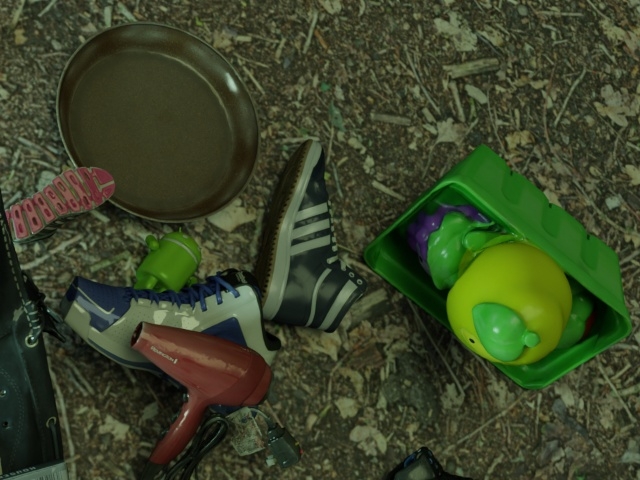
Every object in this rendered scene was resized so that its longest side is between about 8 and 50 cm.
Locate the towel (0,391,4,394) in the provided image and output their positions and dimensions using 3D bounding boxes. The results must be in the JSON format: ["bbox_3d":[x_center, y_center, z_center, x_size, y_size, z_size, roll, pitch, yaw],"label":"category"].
[{"bbox_3d":[-0.412,0.182,1.787,0.060,0.009,0.083,39,60,-11],"label":"towel"}]

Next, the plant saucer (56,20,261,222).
[{"bbox_3d":[-0.236,-0.166,1.981,0.311,0.050,0.310,9,69,-24],"label":"plant saucer"}]

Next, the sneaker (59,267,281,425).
[{"bbox_3d":[-0.179,0.099,1.833,0.316,0.127,0.182,31,93,-22],"label":"sneaker"}]

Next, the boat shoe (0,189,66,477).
[{"bbox_3d":[-0.405,0.098,1.665,0.156,0.187,0.500,-14,105,-41],"label":"boat shoe"}]

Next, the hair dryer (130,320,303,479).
[{"bbox_3d":[-0.159,0.224,1.764,0.224,0.080,0.293,-26,112,-9],"label":"hair dryer"}]

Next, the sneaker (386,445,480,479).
[{"bbox_3d":[0.192,0.352,2.002,0.217,0.079,0.121,-12,80,-29],"label":"sneaker"}]

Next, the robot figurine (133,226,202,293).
[{"bbox_3d":[-0.211,0.036,1.910,0.101,0.067,0.115,47,57,-19],"label":"robot figurine"}]

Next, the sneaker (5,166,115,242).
[{"bbox_3d":[-0.359,-0.045,1.853,0.170,0.075,0.063,-31,89,-21],"label":"sneaker"}]

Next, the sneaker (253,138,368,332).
[{"bbox_3d":[0.000,0.000,2.014,0.153,0.099,0.282,19,71,-15],"label":"sneaker"}]

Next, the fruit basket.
[{"bbox_3d":[0.263,0.080,2.014,0.392,0.283,0.392,21,50,-27],"label":"fruit basket"}]

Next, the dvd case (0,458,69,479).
[{"bbox_3d":[-0.368,0.395,1.619,0.179,0.030,0.238,-13,101,-29],"label":"dvd case"}]
